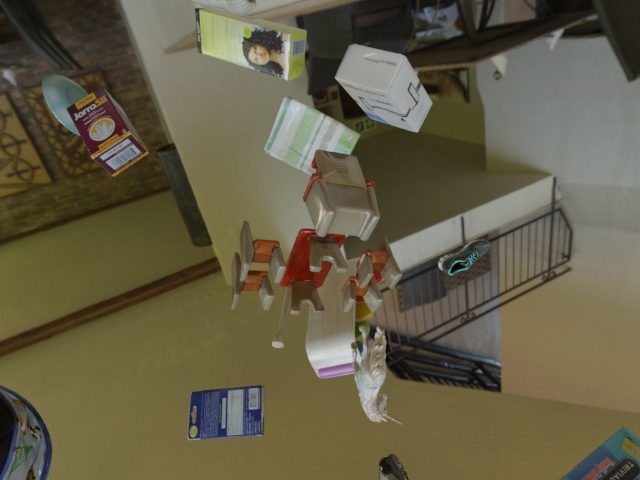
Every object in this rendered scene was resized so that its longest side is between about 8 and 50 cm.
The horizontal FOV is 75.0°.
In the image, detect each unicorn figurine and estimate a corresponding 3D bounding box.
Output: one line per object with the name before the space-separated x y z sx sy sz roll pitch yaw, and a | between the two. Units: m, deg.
unicorn figurine | 0.072 0.190 0.588 0.060 0.162 0.111 -10 -123 9

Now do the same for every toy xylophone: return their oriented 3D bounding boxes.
toy xylophone | 0.018 0.167 0.999 0.236 0.081 0.323 -11 -139 27

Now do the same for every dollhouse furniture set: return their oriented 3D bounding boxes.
dollhouse furniture set | 0.000 0.000 0.684 0.261 0.259 0.135 5 -134 -21

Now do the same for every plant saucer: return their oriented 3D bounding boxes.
plant saucer | -0.724 -0.406 1.237 0.037 0.195 0.195 -21 -155 12

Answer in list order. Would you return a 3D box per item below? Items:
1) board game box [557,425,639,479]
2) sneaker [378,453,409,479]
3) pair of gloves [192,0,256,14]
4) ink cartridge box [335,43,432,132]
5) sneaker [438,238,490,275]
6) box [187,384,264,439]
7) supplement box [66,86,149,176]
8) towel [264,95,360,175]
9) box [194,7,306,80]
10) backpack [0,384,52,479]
board game box | 0.421 0.504 0.752 0.253 0.336 0.079 -15 -135 -28
sneaker | 0.089 0.573 0.738 0.181 0.411 0.158 -3 -165 -7
pair of gloves | -0.156 -0.305 0.406 0.204 0.042 0.240 10 175 8
ink cartridge box | 0.147 -0.341 0.950 0.148 0.086 0.203 29 -175 33
sneaker | 0.447 0.059 1.276 0.166 0.065 0.076 -33 -160 14
box | -0.275 0.505 1.223 0.225 0.036 0.137 -7 -115 9
supplement box | -0.506 -0.261 0.992 0.104 0.081 0.188 -36 -114 -6
towel | -0.018 -0.177 0.753 0.152 0.113 0.023 28 -154 3
box | -0.139 -0.387 0.813 0.232 0.087 0.058 25 -139 23
backpack | -0.420 0.258 0.409 0.276 0.213 0.263 31 -118 6
